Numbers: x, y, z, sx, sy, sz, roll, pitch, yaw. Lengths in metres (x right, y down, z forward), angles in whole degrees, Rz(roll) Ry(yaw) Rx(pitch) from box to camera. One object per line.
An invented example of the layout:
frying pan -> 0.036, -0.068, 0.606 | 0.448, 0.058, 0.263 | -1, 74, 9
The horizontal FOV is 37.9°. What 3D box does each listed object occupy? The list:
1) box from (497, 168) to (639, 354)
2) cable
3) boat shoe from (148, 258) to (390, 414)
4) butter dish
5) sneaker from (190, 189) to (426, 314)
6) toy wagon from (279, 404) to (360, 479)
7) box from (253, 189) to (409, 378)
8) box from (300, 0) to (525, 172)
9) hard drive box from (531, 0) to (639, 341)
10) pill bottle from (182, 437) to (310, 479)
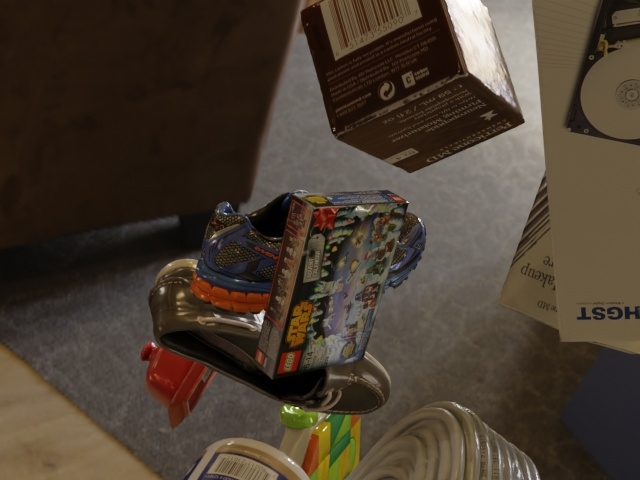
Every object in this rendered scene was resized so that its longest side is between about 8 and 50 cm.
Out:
box -> 0.270, -0.046, 0.845 | 0.094, 0.275, 0.113 | 17, 3, -38
cable -> 0.048, 0.234, 0.628 | 0.089, 0.257, 0.257 | 34, 11, -5
boat shoe -> -0.055, 0.142, 1.068 | 0.335, 0.112, 0.096 | 32, 36, -26
butter dish -> -0.241, 0.207, 1.535 | 0.118, 0.160, 0.160 | 28, 66, 8
sneaker -> 0.000, 0.000, 0.776 | 0.221, 0.087, 0.083 | -11, 28, -33
toy wagon -> -0.022, 0.368, 1.390 | 0.068, 0.267, 0.344 | 6, 13, 19
box -> 0.008, 0.031, 0.685 | 0.093, 0.137, 0.027 | -5, 28, -40
box -> 0.110, -0.201, 1.085 | 0.203, 0.168, 0.167 | 16, 55, -59
hard drive box -> 0.221, -0.062, 0.535 | 0.181, 0.232, 0.089 | -4, 28, 18
pill bottle -> -0.115, 0.339, 0.939 | 0.153, 0.153, 0.265 | 25, 38, 10
